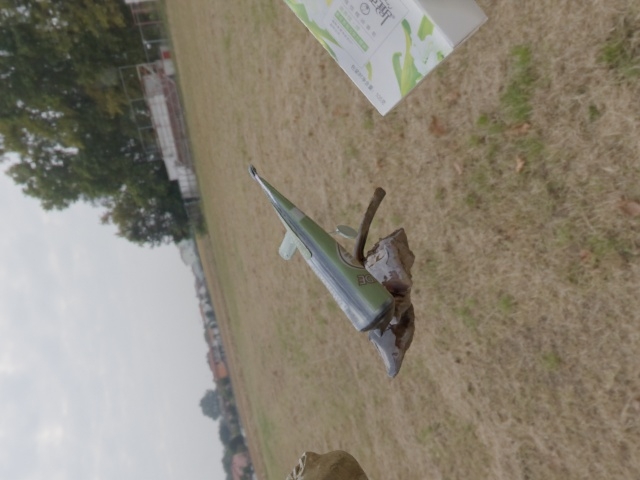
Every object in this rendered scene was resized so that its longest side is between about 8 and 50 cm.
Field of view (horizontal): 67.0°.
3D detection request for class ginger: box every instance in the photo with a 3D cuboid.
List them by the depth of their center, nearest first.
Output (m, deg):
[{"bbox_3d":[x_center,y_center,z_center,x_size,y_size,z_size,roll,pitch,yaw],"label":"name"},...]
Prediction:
[{"bbox_3d":[-0.007,0.375,0.683,0.213,0.137,0.074,-6,-80,-64],"label":"ginger"}]

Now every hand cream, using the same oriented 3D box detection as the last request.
[{"bbox_3d":[0.001,0.010,0.552,0.235,0.055,0.086,50,175,10],"label":"hand cream"}]

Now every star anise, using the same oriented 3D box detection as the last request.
[{"bbox_3d":[0.121,0.082,0.912,0.292,0.108,0.350,-114,21,-79],"label":"star anise"}]

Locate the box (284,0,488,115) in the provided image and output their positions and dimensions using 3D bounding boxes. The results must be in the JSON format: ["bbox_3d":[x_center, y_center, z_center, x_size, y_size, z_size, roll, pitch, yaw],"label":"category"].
[{"bbox_3d":[0.088,-0.355,0.738,0.260,0.111,0.194,49,152,-3],"label":"box"}]

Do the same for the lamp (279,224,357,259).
[{"bbox_3d":[0.000,0.000,1.053,0.050,0.198,0.056,40,124,39],"label":"lamp"}]
